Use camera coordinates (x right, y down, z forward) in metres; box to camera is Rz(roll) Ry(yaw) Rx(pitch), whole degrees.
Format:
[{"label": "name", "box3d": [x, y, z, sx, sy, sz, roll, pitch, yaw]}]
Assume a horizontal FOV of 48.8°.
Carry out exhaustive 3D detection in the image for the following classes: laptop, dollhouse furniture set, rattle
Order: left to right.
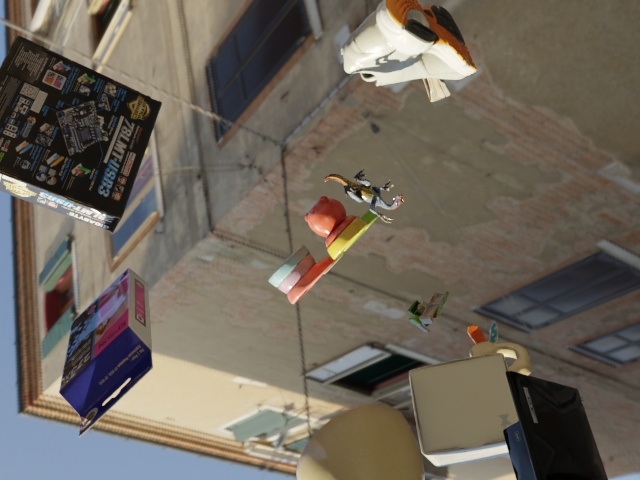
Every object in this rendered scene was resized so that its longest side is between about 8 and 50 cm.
[{"label": "dollhouse furniture set", "box3d": [0.248, 0.161, 1.551, 0.058, 0.152, 0.076, 38, -107, -9]}, {"label": "rattle", "box3d": [0.369, 0.270, 1.454, 0.130, 0.199, 0.142, -38, -73, 0]}, {"label": "laptop", "box3d": [0.215, 0.274, 0.687, 0.137, 0.264, 0.234, -2, -118, -15]}]

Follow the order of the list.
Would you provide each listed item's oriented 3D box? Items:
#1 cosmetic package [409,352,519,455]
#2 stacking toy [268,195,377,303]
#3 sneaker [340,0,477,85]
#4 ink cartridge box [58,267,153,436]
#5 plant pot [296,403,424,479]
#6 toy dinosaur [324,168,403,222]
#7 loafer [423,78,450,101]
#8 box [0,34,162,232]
[{"label": "cosmetic package", "box3d": [0.237, 0.284, 1.145, 0.153, 0.296, 0.129, -11, -112, 7]}, {"label": "stacking toy", "box3d": [0.000, 0.000, 1.816, 0.130, 0.309, 0.279, 44, -154, 3]}, {"label": "sneaker", "box3d": [0.119, -0.260, 0.971, 0.262, 0.121, 0.099, 0, -115, -55]}, {"label": "ink cartridge box", "box3d": [-0.400, 0.193, 1.325, 0.069, 0.176, 0.371, 45, -177, -26]}, {"label": "plant pot", "box3d": [0.114, 0.526, 1.524, 0.284, 0.284, 0.191, 11, -159, -32]}, {"label": "toy dinosaur", "box3d": [0.065, -0.063, 0.892, 0.090, 0.047, 0.082, 36, -174, 37]}, {"label": "loafer", "box3d": [0.184, -0.291, 1.225, 0.125, 0.039, 0.045, 49, -161, -36]}, {"label": "box", "box3d": [-0.476, -0.199, 1.315, 0.293, 0.073, 0.295, 23, -123, -22]}]
